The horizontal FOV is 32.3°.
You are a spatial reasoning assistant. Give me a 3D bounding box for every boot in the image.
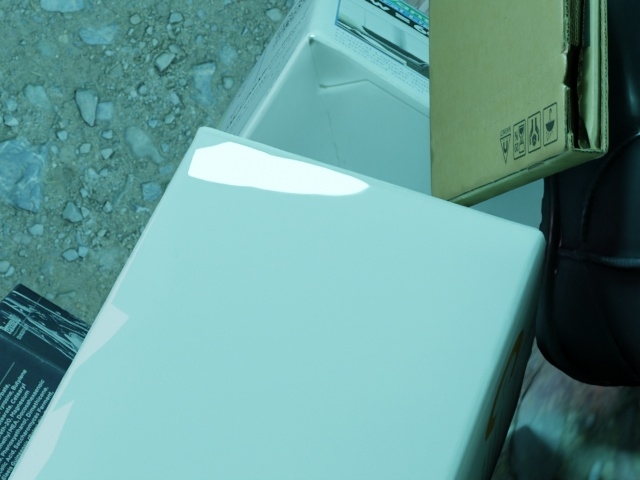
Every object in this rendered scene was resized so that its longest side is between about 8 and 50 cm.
[{"bbox_3d":[0.161,-0.043,0.464,0.207,0.094,0.246,-178,92,-79],"label":"boot"}]

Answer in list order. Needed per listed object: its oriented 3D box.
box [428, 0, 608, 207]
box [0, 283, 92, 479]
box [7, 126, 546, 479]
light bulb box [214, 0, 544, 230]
[{"bbox_3d":[0.089,-0.107,0.543,0.201,0.021,0.164,153,117,-80],"label":"box"},{"bbox_3d":[-0.246,0.213,1.164,0.179,0.313,0.343,-58,11,-2],"label":"box"},{"bbox_3d":[-0.036,0.161,0.501,0.215,0.168,0.345,78,-146,-62],"label":"box"},{"bbox_3d":[0.000,0.000,0.874,0.358,0.225,0.361,-55,10,20],"label":"light bulb box"}]
